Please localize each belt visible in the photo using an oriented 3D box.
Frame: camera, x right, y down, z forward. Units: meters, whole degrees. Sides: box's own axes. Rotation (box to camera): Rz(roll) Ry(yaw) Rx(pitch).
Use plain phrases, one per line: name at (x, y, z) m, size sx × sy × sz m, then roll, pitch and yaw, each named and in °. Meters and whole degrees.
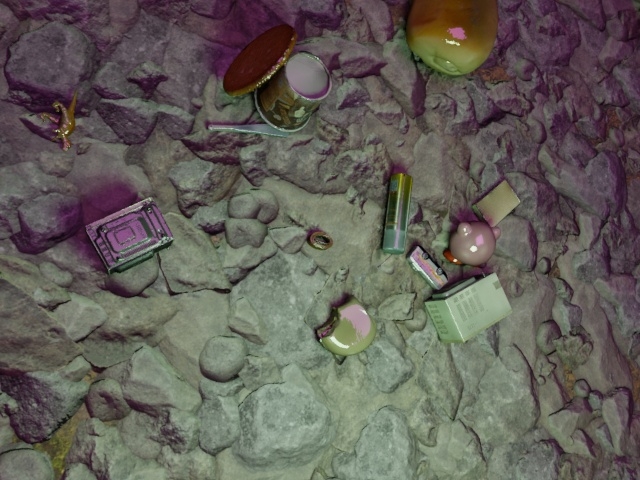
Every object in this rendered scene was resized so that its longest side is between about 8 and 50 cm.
belt at (0.000, 0.000, 1.801) m, size 0.084 × 0.036 × 0.059 m, roll 16°, pitch 73°, yaw -19°

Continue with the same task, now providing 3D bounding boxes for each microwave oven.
microwave oven at (0.517, 0.229, 1.893) m, size 0.241 × 0.145 × 0.193 m, roll -24°, pitch 87°, yaw -24°
microwave oven at (-0.547, -0.013, 1.544) m, size 0.205 × 0.129 × 0.162 m, roll -30°, pitch 90°, yaw -23°

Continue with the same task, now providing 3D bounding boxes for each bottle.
bottle at (0.273, -0.094, 1.901) m, size 0.082 × 0.082 × 0.285 m, roll 14°, pitch 74°, yaw -18°

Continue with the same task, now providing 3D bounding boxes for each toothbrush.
toothbrush at (0.235, 0.070, 1.892) m, size 0.097 × 0.008 × 0.006 m, roll -40°, pitch 108°, yaw -24°

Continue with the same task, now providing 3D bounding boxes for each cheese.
cheese at (0.085, 0.289, 1.745) m, size 0.203 × 0.091 × 0.175 m, roll -32°, pitch 90°, yaw -24°

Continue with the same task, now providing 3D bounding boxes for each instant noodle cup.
instant noodle cup at (-0.082, -0.496, 1.769) m, size 0.218 × 0.207 × 0.217 m, roll 7°, pitch 74°, yaw -26°

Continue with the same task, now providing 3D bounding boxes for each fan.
fan at (-0.240, -0.378, 1.798) m, size 0.282 × 0.023 × 0.057 m, roll -1°, pitch 81°, yaw -23°

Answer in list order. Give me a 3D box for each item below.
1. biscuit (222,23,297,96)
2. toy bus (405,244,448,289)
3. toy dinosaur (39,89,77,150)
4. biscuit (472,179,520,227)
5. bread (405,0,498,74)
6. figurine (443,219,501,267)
biscuit at (-0.194, -0.575, 1.722) m, size 0.038 × 0.306 × 0.305 m, roll 44°, pitch 64°, yaw -38°
toy bus at (0.380, 0.098, 1.917) m, size 0.072 × 0.057 × 0.172 m, roll -45°, pitch 96°, yaw -14°
toy dinosaur at (-0.744, -0.357, 1.594) m, size 0.126 × 0.039 × 0.162 m, roll 51°, pitch 61°, yaw -15°
biscuit at (0.688, -0.139, 2.093) m, size 0.199 × 0.040 × 0.121 m, roll -35°, pitch 90°, yaw -25°
bread at (0.518, -0.837, 2.061) m, size 0.348 × 0.253 × 0.375 m, roll 23°, pitch 73°, yaw -19°
figurine at (0.550, 0.008, 1.940) m, size 0.174 × 0.173 × 0.173 m, roll 4°, pitch 77°, yaw -20°
